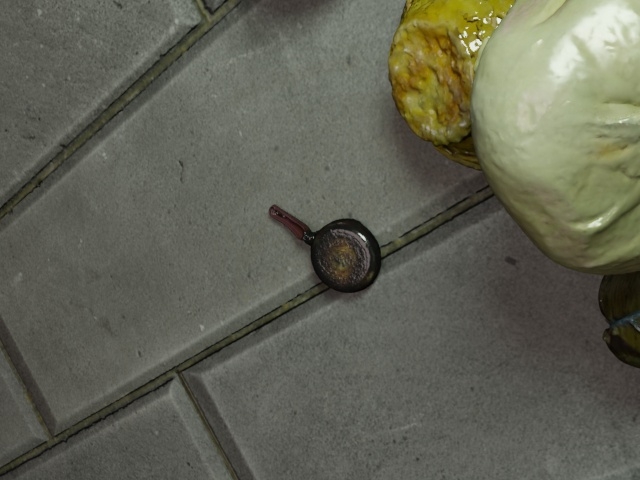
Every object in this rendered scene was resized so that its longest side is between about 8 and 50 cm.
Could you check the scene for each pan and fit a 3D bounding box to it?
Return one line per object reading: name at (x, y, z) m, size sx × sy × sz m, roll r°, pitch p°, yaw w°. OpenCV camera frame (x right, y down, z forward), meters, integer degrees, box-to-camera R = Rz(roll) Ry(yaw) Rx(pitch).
pan at (-0.002, 0.000, 1.423) m, size 0.212 × 0.040 × 0.115 m, roll 31°, pitch 114°, yaw 23°

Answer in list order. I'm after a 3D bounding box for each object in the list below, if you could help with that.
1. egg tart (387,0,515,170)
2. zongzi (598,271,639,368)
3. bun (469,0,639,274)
egg tart at (0.174, -0.206, 1.140) m, size 0.294 × 0.123 × 0.294 m, roll 35°, pitch 137°, yaw 40°
zongzi at (0.470, -0.039, 1.028) m, size 0.356 × 0.174 × 0.393 m, roll -10°, pitch 80°, yaw 45°
bun at (0.305, -0.135, 0.926) m, size 0.213 × 0.361 × 0.361 m, roll 17°, pitch 114°, yaw 40°
